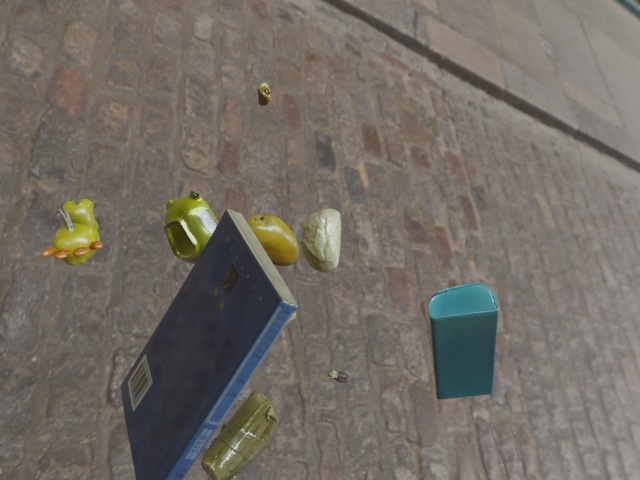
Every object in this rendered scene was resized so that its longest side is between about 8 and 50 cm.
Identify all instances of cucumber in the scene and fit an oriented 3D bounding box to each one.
[{"bbox_3d":[0.061,0.460,1.873,0.135,0.034,0.033,49,36,-60],"label":"cucumber"}]

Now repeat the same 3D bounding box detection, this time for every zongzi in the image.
[{"bbox_3d":[-0.196,0.526,1.435,0.115,0.256,0.228,34,66,17],"label":"zongzi"}]

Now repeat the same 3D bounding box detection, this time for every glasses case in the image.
[{"bbox_3d":[0.266,0.200,1.049,0.117,0.301,0.070,-8,48,6],"label":"glasses case"}]

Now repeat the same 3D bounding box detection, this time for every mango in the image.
[{"bbox_3d":[-0.142,0.004,1.587,0.195,0.137,0.098,47,22,-35],"label":"mango"}]

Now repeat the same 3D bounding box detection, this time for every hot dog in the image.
[{"bbox_3d":[-0.146,-0.384,1.475,0.034,0.090,0.030,39,76,6],"label":"hot dog"}]

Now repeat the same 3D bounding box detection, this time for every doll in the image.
[{"bbox_3d":[-0.624,-0.013,1.424,0.142,0.135,0.221,-5,29,-10],"label":"doll"}]

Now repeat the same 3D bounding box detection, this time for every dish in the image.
[{"bbox_3d":[-0.459,-0.025,1.925,0.108,0.221,0.262,-41,112,-55],"label":"dish"}]

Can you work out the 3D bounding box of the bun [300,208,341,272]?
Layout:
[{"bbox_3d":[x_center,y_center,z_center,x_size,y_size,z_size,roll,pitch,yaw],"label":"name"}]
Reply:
[{"bbox_3d":[0.000,0.000,1.853,0.134,0.220,0.220,3,54,6],"label":"bun"}]

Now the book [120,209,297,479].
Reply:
[{"bbox_3d":[-0.132,0.119,0.590,0.025,0.269,0.191,24,16,-35],"label":"book"}]

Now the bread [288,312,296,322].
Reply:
[{"bbox_3d":[-0.195,0.289,2.023,0.107,0.136,0.241,62,28,0],"label":"bread"}]
